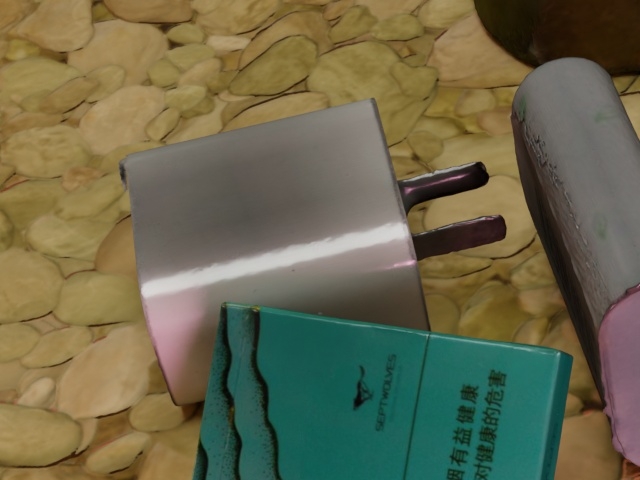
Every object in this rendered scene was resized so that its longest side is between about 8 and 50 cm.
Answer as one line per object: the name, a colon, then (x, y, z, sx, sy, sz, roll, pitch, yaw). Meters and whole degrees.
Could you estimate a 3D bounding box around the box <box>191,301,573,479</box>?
box: (0.032, 0.131, 1.150, 0.226, 0.042, 0.161, 7, 83, 22)

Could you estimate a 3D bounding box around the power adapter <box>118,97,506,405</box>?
power adapter: (0.000, 0.000, 1.307, 0.255, 0.124, 0.187, -13, 43, 0)

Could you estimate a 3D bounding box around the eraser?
eraser: (0.190, 0.012, 1.200, 0.081, 0.174, 0.227, -13, 42, 1)

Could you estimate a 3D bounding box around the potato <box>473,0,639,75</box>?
potato: (0.240, -0.293, 1.448, 0.330, 0.280, 0.213, 24, 51, 33)
